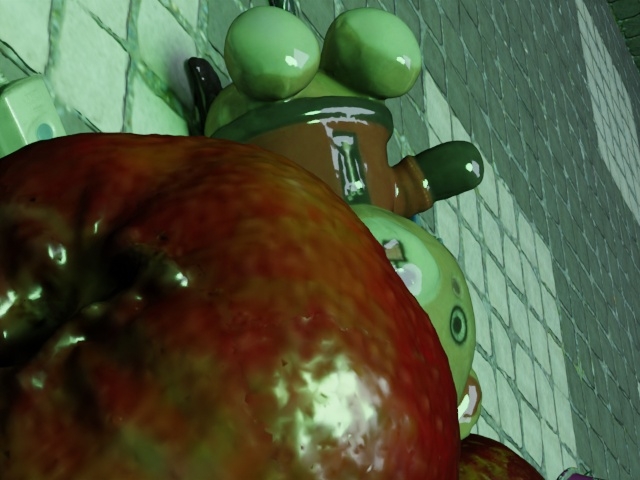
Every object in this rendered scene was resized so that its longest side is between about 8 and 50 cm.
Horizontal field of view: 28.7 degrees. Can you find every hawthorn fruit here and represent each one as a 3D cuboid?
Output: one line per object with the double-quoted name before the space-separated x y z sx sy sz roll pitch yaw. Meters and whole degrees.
"hawthorn fruit" -0.064 0.109 0.561 0.307 0.265 0.265 77 13 -49

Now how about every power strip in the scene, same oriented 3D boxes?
"power strip" -0.152 -0.024 0.714 0.191 0.030 0.047 69 22 -15

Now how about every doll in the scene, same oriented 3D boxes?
"doll" 0.000 0.000 0.898 0.235 0.174 0.330 -1 72 -36

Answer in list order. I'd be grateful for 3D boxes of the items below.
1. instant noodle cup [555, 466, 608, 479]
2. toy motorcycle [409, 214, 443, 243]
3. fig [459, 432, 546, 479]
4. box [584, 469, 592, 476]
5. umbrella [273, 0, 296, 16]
"instant noodle cup" 0.354 0.378 1.354 0.251 0.190 0.251 -3 93 -63
"toy motorcycle" 0.084 0.055 1.173 0.205 0.076 0.114 -85 159 -44
"fig" 0.099 0.212 1.008 0.207 0.175 0.175 62 21 8
"box" 0.405 0.471 1.605 0.264 0.106 0.337 -8 83 -67
"umbrella" -0.027 -0.216 1.128 0.044 0.044 0.269 -24 100 -40
